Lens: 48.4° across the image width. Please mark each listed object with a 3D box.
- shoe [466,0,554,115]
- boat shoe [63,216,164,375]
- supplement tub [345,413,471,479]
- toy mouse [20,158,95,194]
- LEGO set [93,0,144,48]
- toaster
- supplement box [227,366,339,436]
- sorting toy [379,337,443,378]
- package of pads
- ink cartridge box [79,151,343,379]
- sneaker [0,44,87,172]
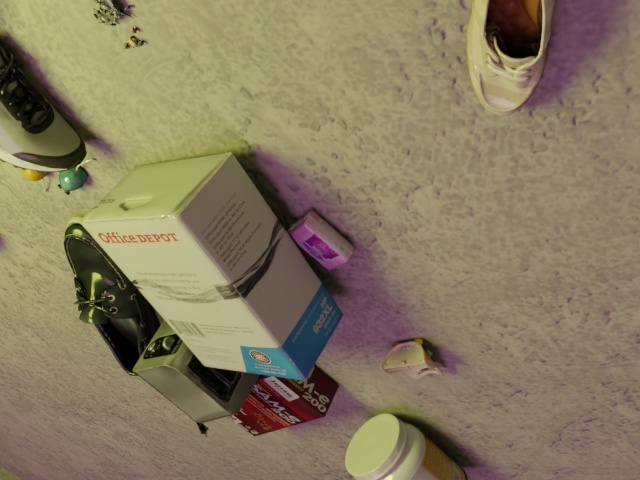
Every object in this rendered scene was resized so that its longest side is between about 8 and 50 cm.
[{"bbox_3d":[0.165,-0.195,0.625,0.077,0.058,0.219,13,139,17],"label":"shoe"},{"bbox_3d":[-0.364,0.112,1.233,0.127,0.113,0.340,11,139,20],"label":"boat shoe"},{"bbox_3d":[0.153,0.408,1.237,0.200,0.144,0.144,45,139,-19],"label":"supplement tub"},{"bbox_3d":[-0.400,-0.116,1.065,0.143,0.031,0.161,9,138,22],"label":"toy mouse"},{"bbox_3d":[-0.238,-0.254,0.822,0.054,0.023,0.083,-17,124,42],"label":"LEGO set"},{"bbox_3d":[-0.189,0.199,1.184,0.110,0.168,0.185,-22,120,43],"label":"toaster"},{"bbox_3d":[-0.094,0.277,1.293,0.130,0.073,0.239,41,139,-16],"label":"supplement box"},{"bbox_3d":[0.148,0.188,1.081,0.083,0.045,0.075,-17,131,41],"label":"sorting toy"},{"bbox_3d":[0.000,0.000,0.960,0.083,0.032,0.050,41,144,-15],"label":"package of pads"},{"bbox_3d":[-0.146,0.041,0.992,0.223,0.129,0.307,-1,133,43],"label":"ink cartridge box"},{"bbox_3d":[-0.426,-0.194,0.943,0.271,0.100,0.108,41,134,-16],"label":"sneaker"}]
